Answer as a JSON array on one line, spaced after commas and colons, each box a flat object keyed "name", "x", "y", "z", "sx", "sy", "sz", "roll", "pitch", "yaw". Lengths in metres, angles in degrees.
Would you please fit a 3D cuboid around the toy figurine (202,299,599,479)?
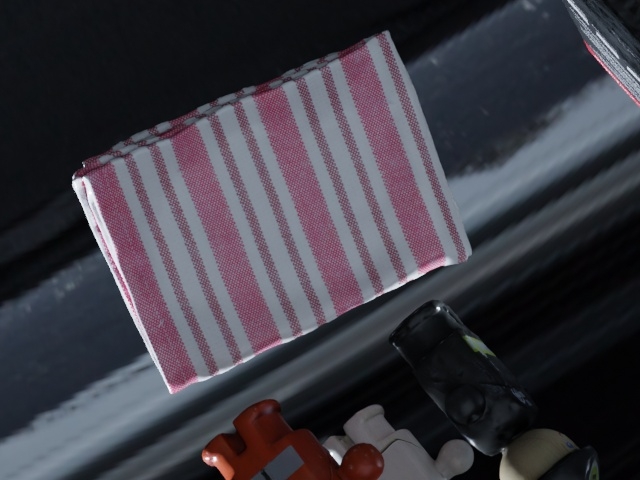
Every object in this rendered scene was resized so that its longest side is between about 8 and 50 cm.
[{"name": "toy figurine", "x": 0.033, "y": 0.162, "z": 0.895, "sx": 0.213, "sy": 0.148, "sz": 0.209, "roll": -27, "pitch": -22, "yaw": -35}]

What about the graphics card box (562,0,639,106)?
[{"name": "graphics card box", "x": 0.250, "y": -0.102, "z": 0.954, "sx": 0.094, "sy": 0.233, "sz": 0.371, "roll": -43, "pitch": -15, "yaw": 10}]

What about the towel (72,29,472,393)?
[{"name": "towel", "x": -0.023, "y": -0.015, "z": 0.875, "sx": 0.197, "sy": 0.029, "sz": 0.144, "roll": -24, "pitch": -74, "yaw": -6}]
